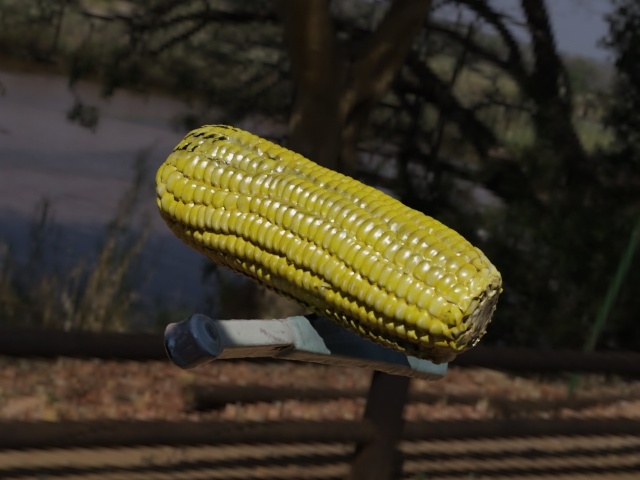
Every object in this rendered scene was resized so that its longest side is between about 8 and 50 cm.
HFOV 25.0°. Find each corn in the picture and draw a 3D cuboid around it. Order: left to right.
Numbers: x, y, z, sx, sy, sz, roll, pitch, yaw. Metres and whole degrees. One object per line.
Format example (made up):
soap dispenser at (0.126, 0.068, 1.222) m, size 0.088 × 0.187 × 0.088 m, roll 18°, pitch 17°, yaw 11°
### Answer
corn at (0.000, 0.000, 0.717) m, size 0.203 × 0.072 × 0.072 m, roll 25°, pitch 13°, yaw 33°

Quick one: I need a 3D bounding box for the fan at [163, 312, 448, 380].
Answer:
fan at (0.004, 0.045, 0.741) m, size 0.023 × 0.057 × 0.282 m, roll -13°, pitch -11°, yaw 26°
